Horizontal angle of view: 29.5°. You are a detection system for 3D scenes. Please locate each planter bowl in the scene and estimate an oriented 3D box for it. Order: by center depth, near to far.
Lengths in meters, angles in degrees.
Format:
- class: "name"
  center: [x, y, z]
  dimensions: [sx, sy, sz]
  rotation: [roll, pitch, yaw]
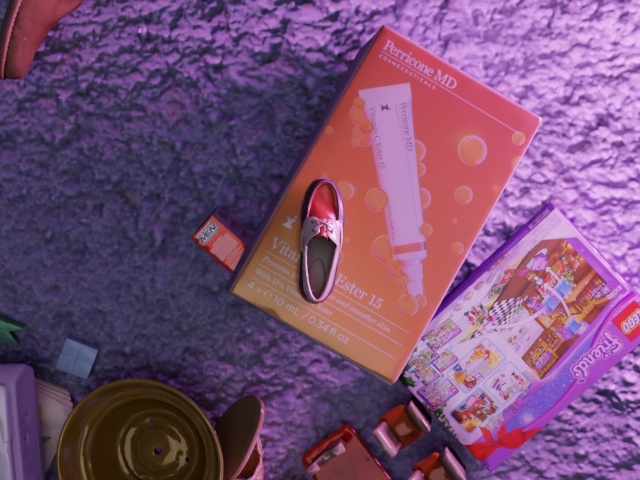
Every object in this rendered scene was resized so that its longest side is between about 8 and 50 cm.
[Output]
- class: "planter bowl"
  center: [-0.219, 0.277, 1.555]
  dimensions: [0.217, 0.090, 0.217]
  rotation: [1, 93, 10]

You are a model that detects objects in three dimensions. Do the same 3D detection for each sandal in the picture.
- class: "sandal"
  center: [-0.113, 0.314, 1.583]
  dimensions: [0.079, 0.088, 0.240]
  rotation: [24, 97, -37]

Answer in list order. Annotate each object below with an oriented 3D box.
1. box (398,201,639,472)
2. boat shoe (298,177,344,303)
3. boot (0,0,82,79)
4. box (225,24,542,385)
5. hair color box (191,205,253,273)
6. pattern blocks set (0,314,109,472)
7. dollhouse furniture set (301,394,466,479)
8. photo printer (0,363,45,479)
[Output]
- class: "box"
  center: [0.251, 0.123, 1.531]
  dimensions: [0.293, 0.057, 0.201]
  rotation: [-43, 96, 9]
- class: "boat shoe"
  center: [0.000, 0.000, 1.298]
  dimensions: [0.049, 0.043, 0.137]
  rotation: [7, 88, -4]
- class: "boot"
  center: [-0.291, -0.313, 1.446]
  dimensions: [0.115, 0.112, 0.305]
  rotation: [28, 99, -14]
- class: "box"
  center: [0.066, -0.039, 1.411]
  dimensions: [0.215, 0.168, 0.345]
  rotation: [29, 87, -5]
- class: "hair color box"
  center: [-0.091, 0.022, 1.517]
  dimensions: [0.141, 0.072, 0.043]
  rotation: [42, 99, -5]
- class: "pattern blocks set"
  center: [-0.420, 0.259, 1.599]
  dimensions: [0.285, 0.026, 0.325]
  rotation: [12, 101, 0]
- class: "dollhouse furniture set"
  center: [0.081, 0.362, 1.570]
  dimensions: [0.262, 0.135, 0.259]
  rotation: [-36, 86, 8]
- class: "photo printer"
  center: [-0.509, 0.282, 1.540]
  dimensions: [0.307, 0.107, 0.256]
  rotation: [-2, 99, 9]
